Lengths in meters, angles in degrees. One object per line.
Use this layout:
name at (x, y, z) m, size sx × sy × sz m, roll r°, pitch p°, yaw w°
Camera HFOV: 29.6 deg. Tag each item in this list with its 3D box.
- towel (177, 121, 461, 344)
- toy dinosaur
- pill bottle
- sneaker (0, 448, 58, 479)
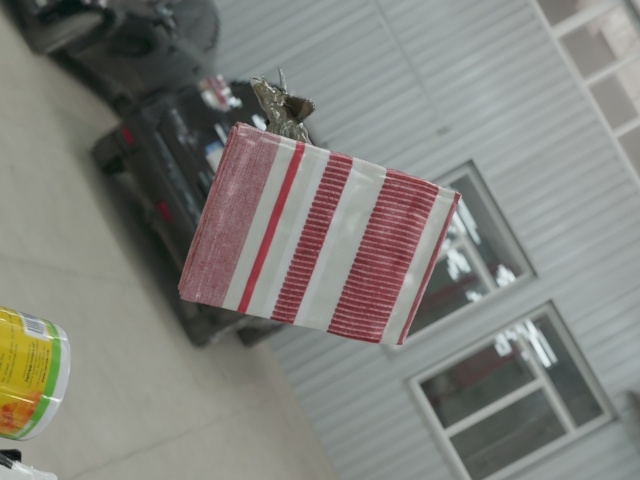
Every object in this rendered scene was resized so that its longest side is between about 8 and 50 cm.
towel at (0.000, 0.000, 1.573) m, size 0.329 × 0.237 × 0.037 m, roll 15°, pitch 14°, yaw -23°
toy dinosaur at (-0.049, -0.111, 1.923) m, size 0.160 × 0.121 × 0.313 m, roll -34°, pitch 118°, yaw -58°
pill bottle at (-0.402, 0.121, 1.275) m, size 0.245 × 0.136 × 0.136 m, roll 23°, pitch 26°, yaw -36°
sneaker at (-0.443, 0.355, 1.675) m, size 0.330 × 0.122 × 0.146 m, roll 31°, pitch 22°, yaw 28°
